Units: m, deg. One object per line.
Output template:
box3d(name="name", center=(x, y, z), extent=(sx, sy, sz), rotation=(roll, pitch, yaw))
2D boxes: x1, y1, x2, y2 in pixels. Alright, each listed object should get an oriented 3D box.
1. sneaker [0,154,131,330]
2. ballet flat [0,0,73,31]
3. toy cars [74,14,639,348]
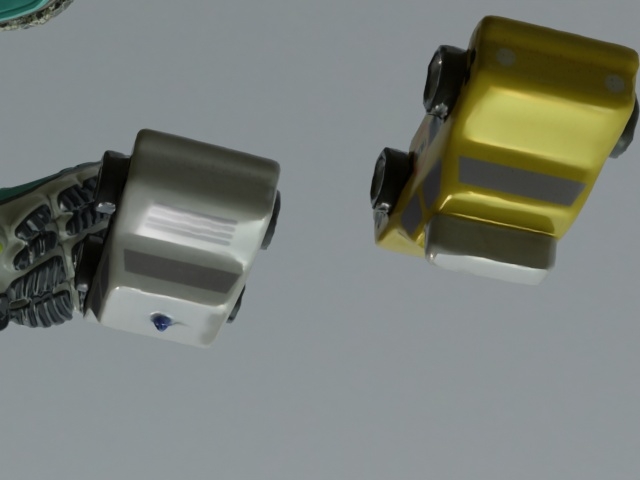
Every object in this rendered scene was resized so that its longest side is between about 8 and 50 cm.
box3d(name="sneaker", center=(-0.212, -0.006, 1.017), extent=(0.110, 0.275, 0.107), rotation=(41, -45, 37))
box3d(name="ballet flat", center=(-0.425, -0.220, 1.413), extent=(0.182, 0.482, 0.164), rotation=(-90, 169, -67))
box3d(name="toy cars", center=(0.000, 0.000, 0.870), extent=(0.393, 0.176, 0.087), rotation=(-15, -127, 32))
